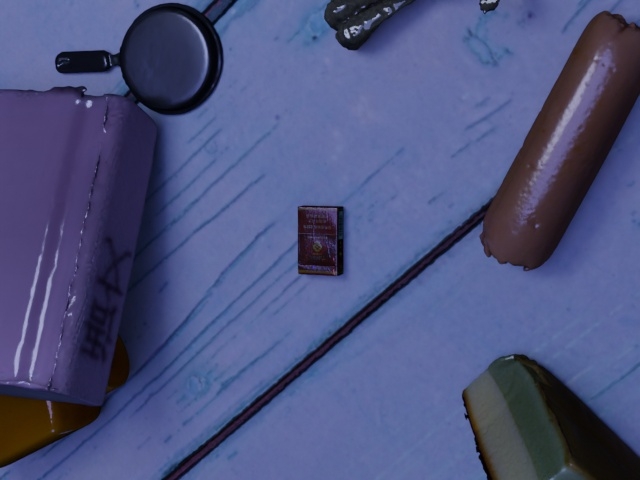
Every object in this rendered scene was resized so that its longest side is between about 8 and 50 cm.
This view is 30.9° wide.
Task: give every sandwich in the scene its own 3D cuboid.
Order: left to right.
[{"bbox_3d":[0.266,0.240,1.255,0.186,0.220,0.108,35,108,-25],"label":"sandwich"}]

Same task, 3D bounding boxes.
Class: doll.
[{"bbox_3d":[0.139,-0.304,1.249,0.286,0.091,0.202,-53,43,7],"label":"doll"}]

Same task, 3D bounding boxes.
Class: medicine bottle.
[{"bbox_3d":[-0.360,0.184,1.481,0.222,0.112,0.149,-28,85,21],"label":"medicine bottle"}]

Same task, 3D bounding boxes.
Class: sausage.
[{"bbox_3d":[0.260,-0.100,1.226,0.086,0.086,0.289,30,104,15],"label":"sausage"}]

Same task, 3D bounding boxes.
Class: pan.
[{"bbox_3d":[-0.232,-0.222,1.431,0.235,0.028,0.136,1,96,21],"label":"pan"}]

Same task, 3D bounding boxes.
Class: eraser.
[{"bbox_3d":[-0.360,0.003,1.394,0.272,0.122,0.359,3,74,22],"label":"eraser"}]

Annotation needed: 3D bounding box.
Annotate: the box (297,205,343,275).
[{"bbox_3d":[0.000,0.000,1.370,0.051,0.023,0.082,2,97,22],"label":"box"}]
